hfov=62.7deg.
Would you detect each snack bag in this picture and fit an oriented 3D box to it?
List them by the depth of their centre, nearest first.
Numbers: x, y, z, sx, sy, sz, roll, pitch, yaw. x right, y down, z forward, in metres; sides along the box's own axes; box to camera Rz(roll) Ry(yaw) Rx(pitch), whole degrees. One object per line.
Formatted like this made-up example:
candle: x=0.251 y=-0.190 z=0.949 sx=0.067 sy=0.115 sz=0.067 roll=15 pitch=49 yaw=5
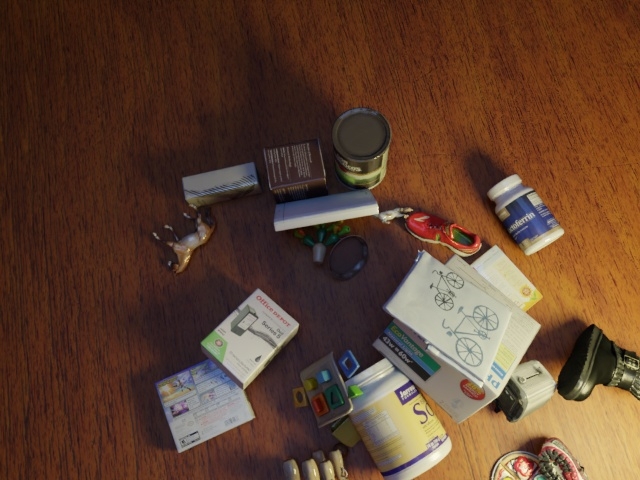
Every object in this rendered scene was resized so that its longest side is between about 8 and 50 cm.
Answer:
snack bag: x=0.366 y=0.208 z=1.505 sx=0.343 sy=0.037 sz=0.323 roll=35 pitch=45 yaw=8

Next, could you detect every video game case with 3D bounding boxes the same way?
video game case: x=-0.391 y=0.543 z=1.780 sx=0.270 sy=0.061 sz=0.244 roll=-24 pitch=75 yaw=-4

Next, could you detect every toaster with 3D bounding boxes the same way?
toaster: x=0.647 y=0.481 z=1.672 sx=0.146 sy=0.227 sz=0.129 roll=-19 pitch=48 yaw=-15

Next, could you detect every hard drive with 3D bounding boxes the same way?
hard drive: x=0.015 y=-0.112 z=1.863 sx=0.353 sy=0.233 sz=0.047 roll=-9 pitch=108 yaw=1

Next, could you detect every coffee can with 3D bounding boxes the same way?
coffee can: x=0.145 y=-0.319 z=1.879 sx=0.202 sy=0.275 sz=0.201 roll=-1 pitch=74 yaw=4

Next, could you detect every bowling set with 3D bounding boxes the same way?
bowling set: x=0.032 y=0.741 z=1.648 sx=0.200 sy=0.287 sz=0.154 roll=-10 pitch=78 yaw=-34

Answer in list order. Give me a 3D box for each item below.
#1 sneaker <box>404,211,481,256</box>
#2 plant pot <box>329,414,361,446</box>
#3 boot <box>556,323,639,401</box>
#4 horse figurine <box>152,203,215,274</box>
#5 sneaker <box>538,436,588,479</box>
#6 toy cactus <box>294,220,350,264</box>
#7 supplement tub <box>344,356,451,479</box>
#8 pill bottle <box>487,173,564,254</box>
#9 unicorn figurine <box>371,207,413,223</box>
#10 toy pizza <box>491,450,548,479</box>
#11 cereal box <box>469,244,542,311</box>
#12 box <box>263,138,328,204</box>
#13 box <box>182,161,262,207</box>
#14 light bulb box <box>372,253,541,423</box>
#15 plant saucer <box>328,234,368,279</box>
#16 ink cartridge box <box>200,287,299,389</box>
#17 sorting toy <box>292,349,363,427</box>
sneaker: x=0.440 y=-0.040 z=1.866 sx=0.279 sy=0.118 sz=0.107 roll=21 pitch=76 yaw=9
plant pot: x=0.090 y=0.627 z=1.723 sx=0.081 sy=0.081 sz=0.083 roll=-42 pitch=88 yaw=-8
boot: x=0.914 y=0.437 z=1.640 sx=0.260 sy=0.131 sz=0.348 roll=40 pitch=49 yaw=14
horse figurine: x=-0.484 y=-0.019 z=1.937 sx=0.263 sy=0.066 sz=0.174 roll=-40 pitch=86 yaw=-13
sneaker: x=0.796 y=0.757 z=1.633 sx=0.121 sy=0.112 sz=0.299 roll=-31 pitch=85 yaw=32
toy cactus: x=0.000 y=0.000 z=1.884 sx=0.219 sy=0.112 sz=0.180 roll=2 pitch=66 yaw=14
supplement tub: x=0.227 y=0.554 z=1.649 sx=0.241 sy=0.241 sz=0.331 roll=-30 pitch=75 yaw=-5
pill bottle: x=0.714 y=-0.094 z=1.848 sx=0.153 sy=0.153 sz=0.264 roll=-29 pitch=74 yaw=-5
unicorn figurine: x=0.245 y=-0.096 z=1.914 sx=0.162 sy=0.111 sz=0.060 roll=1 pitch=100 yaw=-18
toy pizza: x=0.648 y=0.778 z=1.670 sx=0.201 sy=0.032 sz=0.201 roll=-1 pitch=74 yaw=3
cereal box: x=0.626 y=0.159 z=1.836 sx=0.173 sy=0.047 sz=0.240 roll=-37 pitch=75 yaw=-7
box: x=-0.088 y=-0.249 z=1.929 sx=0.203 sy=0.168 sz=0.167 roll=-11 pitch=73 yaw=0
box: x=-0.365 y=-0.206 z=1.964 sx=0.275 sy=0.113 sz=0.094 roll=-13 pitch=75 yaw=1
light bulb box: x=0.424 y=0.295 z=1.639 sx=0.358 sy=0.225 sz=0.361 roll=42 pitch=47 yaw=14
plant saucer: x=0.095 y=0.056 z=1.858 sx=0.168 sy=0.168 sz=0.029 roll=-43 pitch=38 yaw=-8
ink cartridge box: x=-0.235 y=0.328 z=1.769 sx=0.198 sy=0.114 sz=0.273 roll=39 pitch=64 yaw=12
sorting toy: x=0.005 y=0.476 z=1.662 sx=0.047 sy=0.348 sz=0.196 roll=2 pitch=57 yaw=-41
